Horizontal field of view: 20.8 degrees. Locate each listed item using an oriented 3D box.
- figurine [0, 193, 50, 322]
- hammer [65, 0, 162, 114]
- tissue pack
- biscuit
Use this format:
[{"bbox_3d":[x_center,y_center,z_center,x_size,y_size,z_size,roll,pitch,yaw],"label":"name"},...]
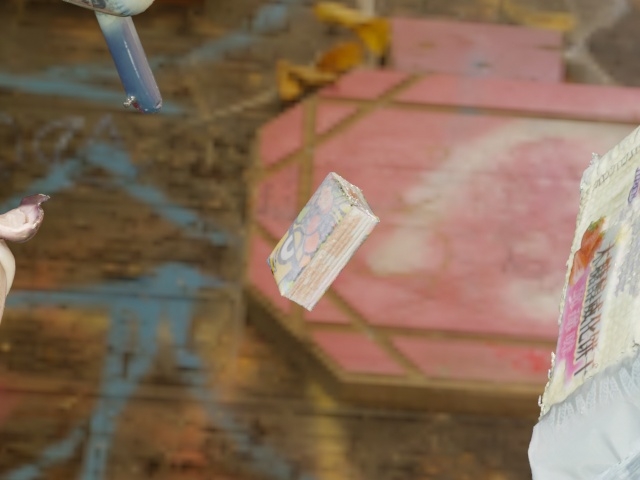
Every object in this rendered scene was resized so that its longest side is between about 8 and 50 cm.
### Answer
[{"bbox_3d":[-0.392,-0.006,1.214,0.253,0.361,0.211,-21,51,53],"label":"figurine"},{"bbox_3d":[-0.174,-0.183,1.507,0.069,0.116,0.194,-47,-41,-30],"label":"hammer"},{"bbox_3d":[0.000,0.000,1.227,0.083,0.035,0.063,-55,23,13],"label":"tissue pack"},{"bbox_3d":[0.211,0.029,1.096,0.186,0.079,0.309,-48,18,52],"label":"biscuit"}]
